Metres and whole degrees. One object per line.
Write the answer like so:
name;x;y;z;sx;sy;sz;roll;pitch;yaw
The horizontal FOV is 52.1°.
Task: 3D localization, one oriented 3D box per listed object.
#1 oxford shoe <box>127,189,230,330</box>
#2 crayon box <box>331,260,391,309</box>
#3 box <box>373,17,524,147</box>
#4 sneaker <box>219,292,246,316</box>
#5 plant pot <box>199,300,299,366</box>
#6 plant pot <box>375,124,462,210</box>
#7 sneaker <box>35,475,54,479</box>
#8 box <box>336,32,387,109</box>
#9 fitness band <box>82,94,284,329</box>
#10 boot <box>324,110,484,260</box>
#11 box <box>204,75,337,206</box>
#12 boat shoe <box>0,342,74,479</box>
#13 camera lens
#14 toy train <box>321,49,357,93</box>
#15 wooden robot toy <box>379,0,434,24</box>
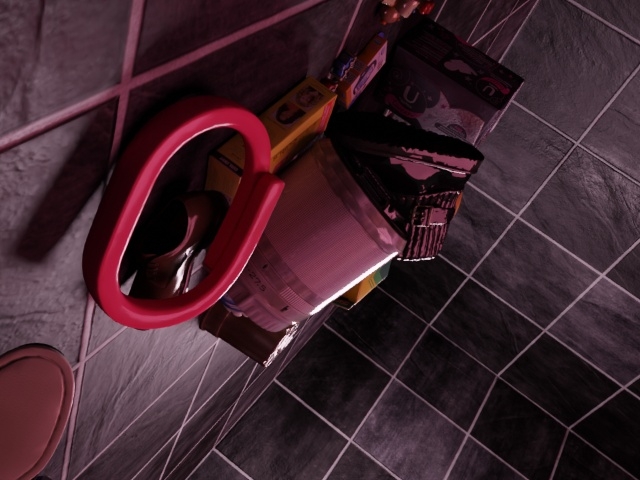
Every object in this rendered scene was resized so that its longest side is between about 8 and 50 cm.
oxford shoe;-0.215;0.026;0.862;0.096;0.083;0.227;-2;127;-58
crayon box;0.025;0.049;1.421;0.318;0.202;0.081;-28;133;-69
box;0.263;-0.314;1.375;0.142;0.247;0.163;-46;168;-35
sneaker;-0.056;0.021;1.232;0.330;0.129;0.147;-32;149;-4
plant pot;-0.146;0.177;1.424;0.167;0.165;0.167;-51;169;-13
plant pot;0.159;-0.129;1.547;0.203;0.291;0.291;-10;139;-52
sneaker;-0.498;0.532;1.142;0.127;0.182;0.315;-47;139;-43
box;0.079;-0.309;1.181;0.136;0.028;0.081;-50;170;-7
fitness band;-0.156;-0.027;0.758;0.209;0.054;0.290;7;115;-50
boot;0.137;-0.097;1.314;0.131;0.348;0.260;-104;-148;-54
box;-0.070;-0.144;0.954;0.232;0.058;0.087;-47;169;-35
boat shoe;-0.377;0.243;0.731;0.340;0.127;0.113;-62;-162;9
camera lens;-0.017;-0.011;1.045;0.274;0.219;0.219;-37;174;11
toy train;0.009;-0.246;1.075;0.158;0.027;0.036;-54;160;10
wooden robot toy;0.128;-0.377;1.060;0.079;0.076;0.173;-46;175;32
